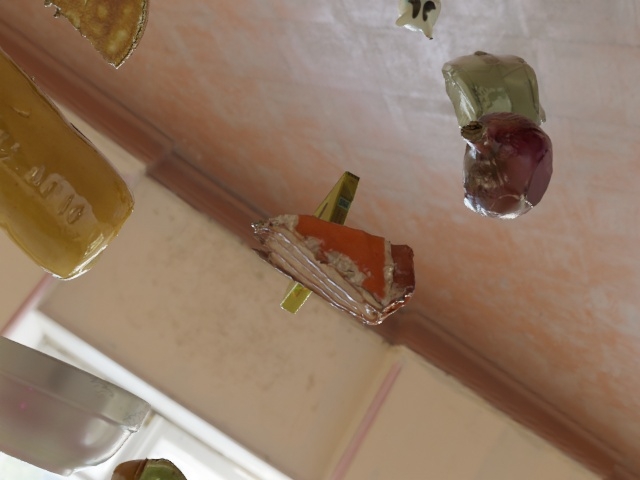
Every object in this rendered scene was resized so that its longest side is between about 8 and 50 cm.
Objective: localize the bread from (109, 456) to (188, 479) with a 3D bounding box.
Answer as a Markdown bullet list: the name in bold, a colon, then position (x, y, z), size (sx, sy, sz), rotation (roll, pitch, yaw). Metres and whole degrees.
- **bread**: position (-0.312, 0.520, 1.600), size (0.070, 0.236, 0.236), rotation (-20, 131, 24)

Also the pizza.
- **pizza**: position (-0.389, -0.420, 1.488), size (0.193, 0.053, 0.201), rotation (24, 121, -12)

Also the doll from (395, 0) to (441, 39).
- **doll**: position (0.240, -0.579, 2.065), size (0.110, 0.181, 0.107), rotation (13, 139, -3)

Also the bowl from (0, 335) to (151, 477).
- **bowl**: position (-0.410, 0.250, 1.263), size (0.287, 0.144, 0.287), rotation (22, 163, 7)

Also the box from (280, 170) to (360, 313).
- **box**: position (0.000, 0.001, 1.714), size (0.041, 0.279, 0.153), rotation (28, 136, -8)

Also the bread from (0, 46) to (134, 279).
- **bread**: position (-0.316, -0.103, 0.865), size (0.305, 0.142, 0.091), rotation (47, 149, -13)

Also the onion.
- **onion**: position (0.314, -0.146, 1.481), size (0.139, 0.195, 0.218), rotation (17, 163, 34)

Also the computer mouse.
- **computer mouse**: position (0.446, -0.403, 2.219), size (0.228, 0.429, 0.146), rotation (-7, 127, -2)

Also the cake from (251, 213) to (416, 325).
- **cake**: position (0.021, 0.041, 1.344), size (0.287, 0.135, 0.098), rotation (18, 149, -11)
